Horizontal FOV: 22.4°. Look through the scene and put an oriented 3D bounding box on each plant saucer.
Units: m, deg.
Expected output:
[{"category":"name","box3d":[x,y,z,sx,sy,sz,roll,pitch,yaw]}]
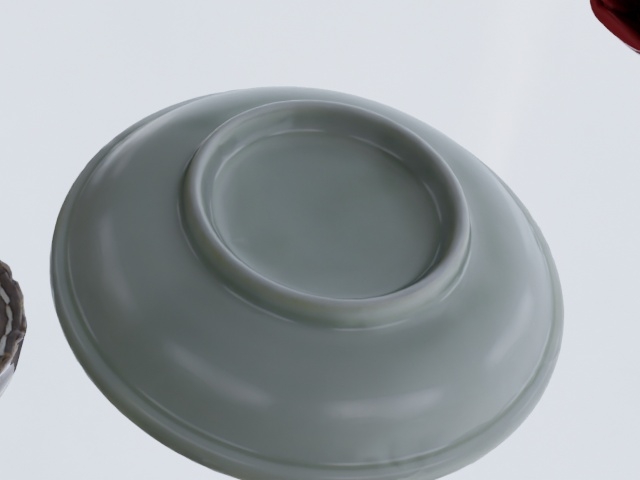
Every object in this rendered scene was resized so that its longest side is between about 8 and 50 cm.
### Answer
[{"category":"plant saucer","box3d":[0.000,0.000,1.221,0.100,0.401,0.400,106,-32,-47]}]

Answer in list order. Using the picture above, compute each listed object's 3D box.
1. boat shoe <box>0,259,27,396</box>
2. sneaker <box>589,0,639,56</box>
[{"category":"boat shoe","box3d":[-0.236,0.070,0.560,0.097,0.324,0.116,-35,-102,54]},{"category":"sneaker","box3d":[0.250,-0.173,1.063,0.087,0.128,0.221,-50,-168,33]}]
